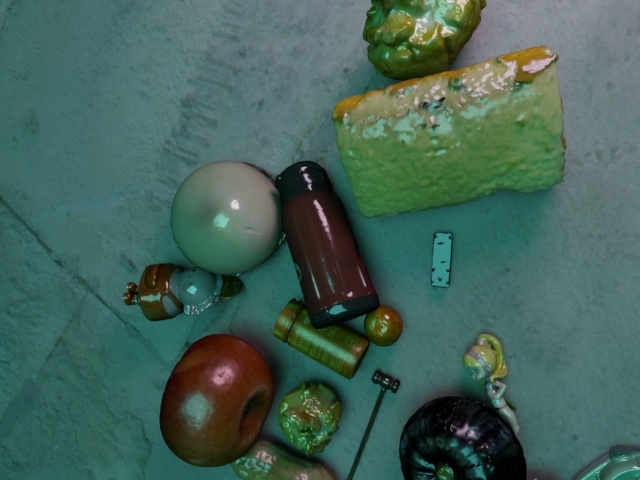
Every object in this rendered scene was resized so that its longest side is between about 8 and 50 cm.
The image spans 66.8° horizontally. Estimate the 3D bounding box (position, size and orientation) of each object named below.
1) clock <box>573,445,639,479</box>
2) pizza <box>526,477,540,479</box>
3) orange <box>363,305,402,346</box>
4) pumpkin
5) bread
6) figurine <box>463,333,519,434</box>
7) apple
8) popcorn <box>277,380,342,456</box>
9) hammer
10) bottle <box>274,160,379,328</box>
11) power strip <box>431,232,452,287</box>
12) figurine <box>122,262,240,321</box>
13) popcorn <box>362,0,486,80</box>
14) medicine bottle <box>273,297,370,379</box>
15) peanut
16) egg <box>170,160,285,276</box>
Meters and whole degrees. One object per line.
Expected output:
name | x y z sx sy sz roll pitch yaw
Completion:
clock | 0.574 0.450 0.869 0.159 0.066 0.211 38 105 12
pizza | 0.345 0.697 0.964 0.392 0.080 0.435 -19 86 20
orange | 0.130 0.177 1.004 0.083 0.070 0.083 -5 80 30
pumpkin | 0.263 0.411 0.911 0.233 0.163 0.233 7 101 37
bread | 0.227 -0.186 0.866 0.375 0.165 0.236 -8 120 19
figurine | 0.340 0.276 0.940 0.083 0.083 0.187 -29 78 19
apple | -0.219 0.344 1.045 0.206 0.251 0.272 18 69 17
popcorn | -0.025 0.377 1.054 0.135 0.162 0.141 26 78 50
hammer | 0.099 0.422 1.059 0.058 0.029 0.292 22 103 18
bottle | 0.000 0.000 0.987 0.144 0.144 0.336 -24 77 20
power strip | 0.244 0.039 0.974 0.038 0.029 0.111 4 93 20
figurine | -0.324 0.121 1.142 0.271 0.143 0.143 5 96 -5
popcorn | 0.183 -0.387 0.873 0.221 0.204 0.184 -42 99 -7
medicine bottle | 0.003 0.209 1.038 0.192 0.096 0.096 27 102 17
peanut | -0.086 0.520 1.087 0.263 0.117 0.101 20 80 20
egg | -0.229 -0.061 1.055 0.286 0.174 0.264 21 91 22
